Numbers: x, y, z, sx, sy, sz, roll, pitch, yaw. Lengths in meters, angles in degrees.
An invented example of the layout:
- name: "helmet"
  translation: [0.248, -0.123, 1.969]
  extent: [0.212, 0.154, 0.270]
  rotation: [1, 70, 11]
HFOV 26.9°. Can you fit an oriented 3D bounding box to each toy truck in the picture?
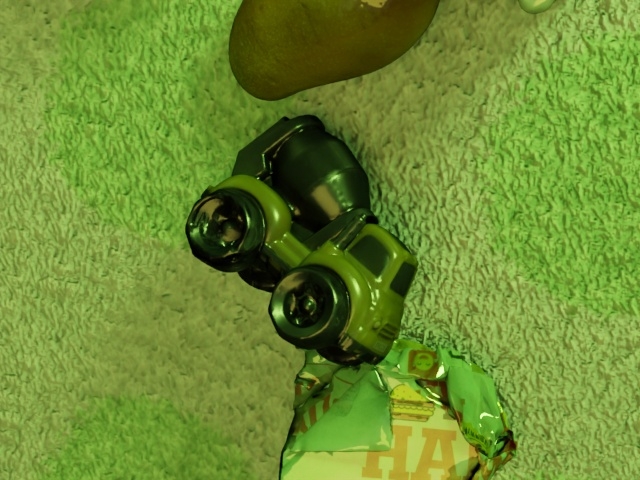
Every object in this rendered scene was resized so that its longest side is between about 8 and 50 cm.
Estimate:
- name: "toy truck"
  translation: [0.000, 0.000, 1.221]
  extent: [0.224, 0.147, 0.165]
  rotation: [43, 95, 26]

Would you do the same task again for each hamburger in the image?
- name: "hamburger"
  translation: [0.061, 0.181, 1.301]
  extent: [0.235, 0.125, 0.214]
  rotation: [37, 102, 11]

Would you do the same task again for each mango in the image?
- name: "mango"
  translation: [0.006, -0.203, 1.197]
  extent: [0.227, 0.099, 0.136]
  rotation: [-28, 106, 30]

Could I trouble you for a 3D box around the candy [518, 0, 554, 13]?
- name: "candy"
  translation: [0.223, -0.356, 1.030]
  extent: [0.145, 0.208, 0.359]
  rotation: [35, 114, 7]
